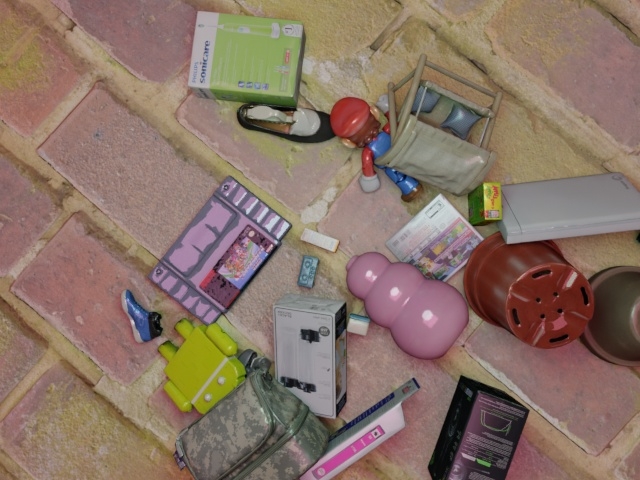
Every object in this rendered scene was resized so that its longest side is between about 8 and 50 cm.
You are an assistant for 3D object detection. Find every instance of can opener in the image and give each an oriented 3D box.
[{"bbox_3d":[-0.214,0.430,1.742,0.095,0.076,0.283,21,88,36],"label":"can opener"}]

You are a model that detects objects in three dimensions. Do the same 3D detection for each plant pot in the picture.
[{"bbox_3d":[0.788,0.192,1.615,0.263,0.229,0.262,0,87,3],"label":"plant pot"},{"bbox_3d":[0.509,0.124,1.586,0.273,0.265,0.272,0,101,-1],"label":"plant pot"}]

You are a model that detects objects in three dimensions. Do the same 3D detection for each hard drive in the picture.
[{"bbox_3d":[0.617,-0.086,1.651,0.354,0.233,0.047,-6,122,3],"label":"hard drive"}]

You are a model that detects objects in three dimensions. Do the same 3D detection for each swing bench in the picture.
[{"bbox_3d":[0.296,-0.275,1.632,0.253,0.165,0.254,18,68,-21],"label":"swing bench"}]

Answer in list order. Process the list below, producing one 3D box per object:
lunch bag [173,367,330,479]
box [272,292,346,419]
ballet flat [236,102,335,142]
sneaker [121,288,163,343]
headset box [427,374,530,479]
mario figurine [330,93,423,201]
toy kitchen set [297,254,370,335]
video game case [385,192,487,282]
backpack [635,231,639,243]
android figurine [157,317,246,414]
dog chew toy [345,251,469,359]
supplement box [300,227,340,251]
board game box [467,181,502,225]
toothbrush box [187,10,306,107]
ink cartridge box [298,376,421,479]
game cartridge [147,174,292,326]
[{"bbox_3d":[-0.170,0.484,1.578,0.305,0.212,0.256,-42,86,12],"label":"lunch bag"},{"bbox_3d":[-0.025,0.289,1.652,0.169,0.087,0.289,5,109,21],"label":"box"},{"bbox_3d":[-0.090,-0.317,1.759,0.281,0.096,0.095,6,86,3],"label":"ballet flat"},{"bbox_3d":[-0.472,0.194,1.763,0.085,0.058,0.152,-19,90,7],"label":"sneaker"},{"bbox_3d":[0.374,0.499,1.608,0.131,0.246,0.282,20,89,3],"label":"headset box"},{"bbox_3d":[0.158,-0.255,1.751,0.320,0.170,0.198,43,53,-5],"label":"mario figurine"},{"bbox_3d":[0.037,0.140,1.709,0.207,0.122,0.165,13,87,3],"label":"toy kitchen set"},{"bbox_3d":[0.304,0.008,1.736,0.201,0.023,0.183,-43,85,11],"label":"video game case"},{"bbox_3d":[0.909,-0.058,1.653,0.145,0.166,0.188,21,89,7],"label":"backpack"},{"bbox_3d":[-0.305,0.338,1.711,0.273,0.056,0.248,45,106,19],"label":"android figurine"},{"bbox_3d":[0.207,0.149,1.669,0.332,0.206,0.206,37,89,13],"label":"dog chew toy"},{"bbox_3d":[0.000,0.000,1.751,0.099,0.062,0.036,21,89,5],"label":"supplement box"},{"bbox_3d":[0.416,-0.089,1.674,0.043,0.181,0.092,-2,86,1],"label":"board game box"},{"bbox_3d":[-0.193,-0.482,1.762,0.284,0.122,0.206,6,87,3],"label":"toothbrush box"},{"bbox_3d":[0.107,0.483,1.656,0.371,0.176,0.069,-37,86,0],"label":"ink cartridge box"},{"bbox_3d":[-0.266,0.031,1.767,0.230,0.068,0.355,38,89,9],"label":"game cartridge"}]
